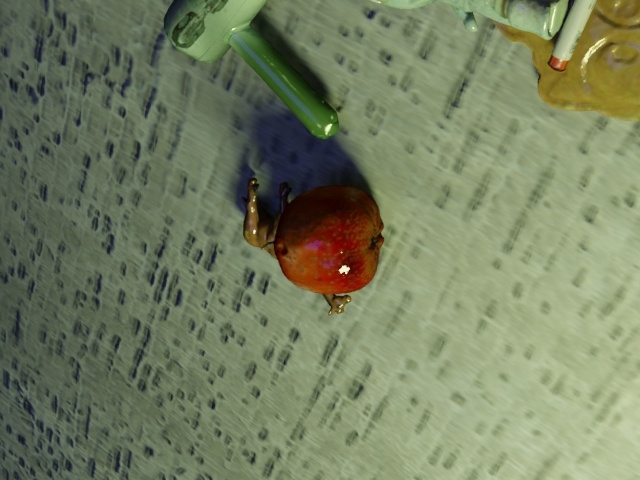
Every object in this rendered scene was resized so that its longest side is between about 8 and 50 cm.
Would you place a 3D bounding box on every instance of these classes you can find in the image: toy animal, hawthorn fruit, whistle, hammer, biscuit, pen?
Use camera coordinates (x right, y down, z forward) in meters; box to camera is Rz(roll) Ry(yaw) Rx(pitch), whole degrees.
[{"bbox_3d":[-0.046,0.010,1.698,0.224,0.066,0.229,10,116,35],"label":"toy animal"},{"bbox_3d":[0.000,0.000,1.570,0.200,0.179,0.179,-5,112,21],"label":"hawthorn fruit"},{"bbox_3d":[0.161,-0.354,1.284,0.346,0.134,0.142,29,118,26],"label":"whistle"},{"bbox_3d":[-0.087,-0.296,1.538,0.335,0.119,0.206,47,134,-3],"label":"hammer"},{"bbox_3d":[0.381,-0.280,1.224,0.376,0.051,0.269,14,121,32],"label":"biscuit"},{"bbox_3d":[0.334,-0.317,1.189,0.028,0.028,0.239,32,126,19],"label":"pen"}]
